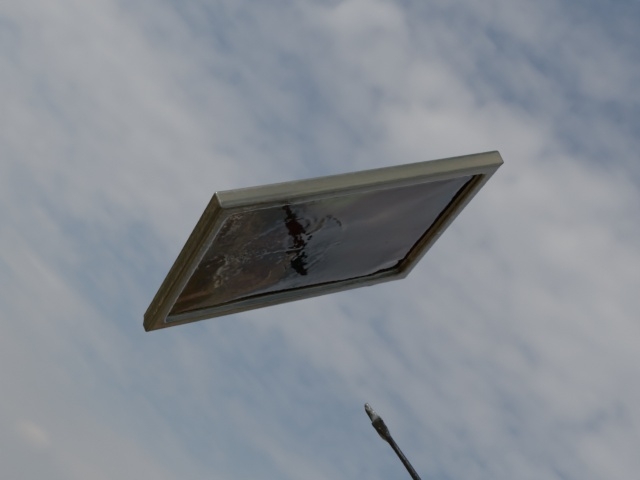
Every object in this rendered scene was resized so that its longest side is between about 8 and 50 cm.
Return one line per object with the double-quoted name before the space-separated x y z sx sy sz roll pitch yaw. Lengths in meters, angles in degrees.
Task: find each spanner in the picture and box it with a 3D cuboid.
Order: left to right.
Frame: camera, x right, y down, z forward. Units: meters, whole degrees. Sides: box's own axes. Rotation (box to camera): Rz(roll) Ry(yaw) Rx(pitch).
"spanner" 0.089 0.228 1.448 0.208 0.012 0.046 53 -4 47

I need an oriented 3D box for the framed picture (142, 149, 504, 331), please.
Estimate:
"framed picture" 0.000 0.000 1.330 0.020 0.289 0.211 65 -34 22
